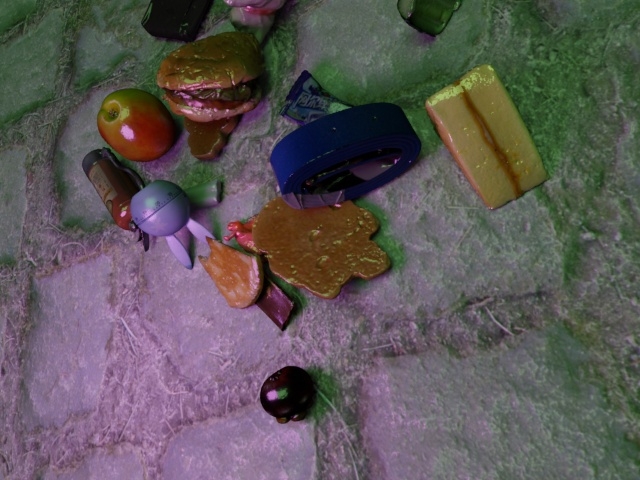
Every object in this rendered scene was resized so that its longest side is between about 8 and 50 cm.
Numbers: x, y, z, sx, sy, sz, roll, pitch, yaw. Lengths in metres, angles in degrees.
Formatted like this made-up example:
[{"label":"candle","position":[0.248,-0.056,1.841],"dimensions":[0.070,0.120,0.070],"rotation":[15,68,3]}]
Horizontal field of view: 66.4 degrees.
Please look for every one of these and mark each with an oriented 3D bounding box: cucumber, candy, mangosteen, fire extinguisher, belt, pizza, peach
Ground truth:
[{"label":"cucumber","position":[0.266,-0.587,1.237],"dimensions":[0.086,0.193,0.115],"rotation":[35,122,30]},{"label":"candy","position":[0.011,-0.347,1.325],"dimensions":[0.275,0.070,0.145],"rotation":[38,101,23]},{"label":"mangosteen","position":[-0.072,0.369,1.150],"dimensions":[0.140,0.140,0.139],"rotation":[-6,74,23]},{"label":"fire extinguisher","position":[-0.616,-0.153,1.501],"dimensions":[0.113,0.200,0.376],"rotation":[-28,62,-25]},{"label":"belt","position":[0.058,-0.200,1.168],"dimensions":[0.347,0.212,0.117],"rotation":[-21,62,-1]},{"label":"pizza","position":[-0.244,0.082,1.309],"dimensions":[0.262,0.034,0.180],"rotation":[28,117,35]},{"label":"peach","position":[-0.563,-0.352,1.504],"dimensions":[0.231,0.231,0.230],"rotation":[-6,74,23]}]

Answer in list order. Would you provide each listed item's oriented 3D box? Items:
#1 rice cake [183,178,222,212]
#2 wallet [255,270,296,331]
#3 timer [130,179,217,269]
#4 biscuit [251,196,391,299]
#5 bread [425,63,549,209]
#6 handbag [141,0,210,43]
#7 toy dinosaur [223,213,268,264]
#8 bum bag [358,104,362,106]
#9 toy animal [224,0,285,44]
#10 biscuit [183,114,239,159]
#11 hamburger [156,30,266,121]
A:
[{"label":"rice cake","position":[-0.391,-0.118,1.459],"dimensions":[0.222,0.042,0.080],"rotation":[-15,69,19]},{"label":"wallet","position":[-0.136,0.144,1.272],"dimensions":[0.176,0.026,0.095],"rotation":[40,117,29]},{"label":"timer","position":[-0.413,-0.062,1.384],"dimensions":[0.176,0.255,0.175],"rotation":[-25,42,25]},{"label":"biscuit","position":[0.001,0.002,1.224],"dimensions":[0.376,0.051,0.269],"rotation":[23,73,23]},{"label":"bread","position":[0.371,-0.227,1.074],"dimensions":[0.168,0.163,0.263],"rotation":[-32,66,13]},{"label":"handbag","position":[-0.484,-0.804,1.662],"dimensions":[0.223,0.080,0.246],"rotation":[19,85,27]},{"label":"toy dinosaur","position":[-0.136,0.001,1.313],"dimensions":[0.286,0.070,0.139],"rotation":[29,67,26]},{"label":"bum bag","position":[0.071,-0.262,1.266],"dimensions":[0.159,0.026,0.109],"rotation":[-35,99,15]},{"label":"toy animal","position":[-0.193,-0.759,1.498],"dimensions":[0.266,0.188,0.307],"rotation":[-29,53,-8]},{"label":"biscuit","position":[-0.342,-0.398,1.509],"dimensions":[0.184,0.047,0.319],"rotation":[-23,68,13]},{"label":"hamburger","position":[-0.277,-0.456,1.393],"dimensions":[0.330,0.162,0.209],"rotation":[-29,63,-18]}]
